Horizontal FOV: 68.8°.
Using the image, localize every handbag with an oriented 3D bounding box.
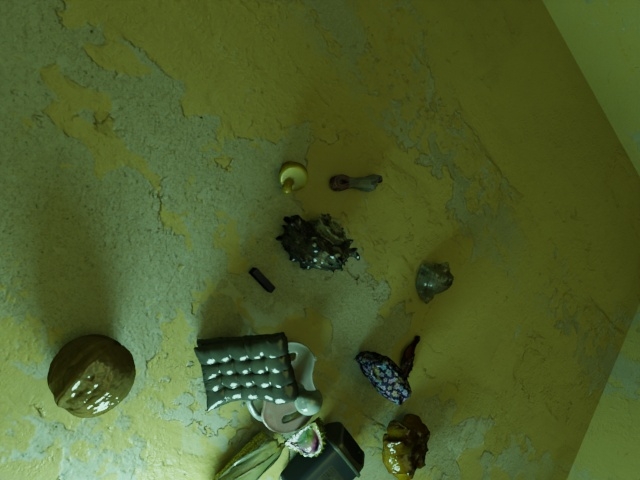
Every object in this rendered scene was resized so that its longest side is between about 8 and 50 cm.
[{"bbox_3d":[0.249,0.529,1.848,0.127,0.208,0.228,-43,107,-7],"label":"handbag"}]

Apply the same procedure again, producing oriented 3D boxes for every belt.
[{"bbox_3d":[0.141,-0.225,1.838,0.232,0.053,0.071,-6,88,-31],"label":"belt"}]

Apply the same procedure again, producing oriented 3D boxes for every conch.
[{"bbox_3d":[0.494,0.176,2.057,0.155,0.130,0.207,33,98,6],"label":"conch"},{"bbox_3d":[-0.002,-0.004,1.698,0.313,0.186,0.240,12,58,-13],"label":"conch"}]

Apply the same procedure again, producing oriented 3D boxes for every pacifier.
[{"bbox_3d":[-0.100,0.519,1.632,0.220,0.273,0.331,-23,108,-67],"label":"pacifier"}]

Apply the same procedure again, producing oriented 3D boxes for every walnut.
[{"bbox_3d":[-0.639,0.377,1.306,0.228,0.228,0.227,-1,93,-31],"label":"walnut"}]

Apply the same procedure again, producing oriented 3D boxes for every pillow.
[{"bbox_3d":[-0.240,0.419,1.507,0.327,0.101,0.228,-9,100,14],"label":"pillow"}]

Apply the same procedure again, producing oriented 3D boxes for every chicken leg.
[{"bbox_3d":[0.385,0.508,2.017,0.093,0.053,0.205,23,87,-53],"label":"chicken leg"}]

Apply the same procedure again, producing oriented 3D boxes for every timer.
[{"bbox_3d":[-0.097,-0.222,1.661,0.107,0.109,0.107,-2,127,-3],"label":"timer"}]

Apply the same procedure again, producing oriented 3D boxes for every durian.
[{"bbox_3d":[-0.030,0.717,1.679,0.108,0.187,0.119,55,23,19],"label":"durian"}]

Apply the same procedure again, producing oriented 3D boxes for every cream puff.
[{"bbox_3d":[0.352,0.868,1.958,0.241,0.155,0.268,10,80,-36],"label":"cream puff"}]

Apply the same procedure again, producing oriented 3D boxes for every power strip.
[{"bbox_3d":[-0.205,0.140,1.652,0.029,0.038,0.111,-49,116,-21],"label":"power strip"}]

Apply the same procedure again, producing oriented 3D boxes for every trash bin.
[{"bbox_3d":[0.016,0.837,1.736,0.290,0.182,0.209,-40,113,-18],"label":"trash bin"}]

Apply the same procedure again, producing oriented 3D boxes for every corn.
[{"bbox_3d":[-0.255,0.786,1.596,0.305,0.122,0.123,-42,93,-24],"label":"corn"}]
